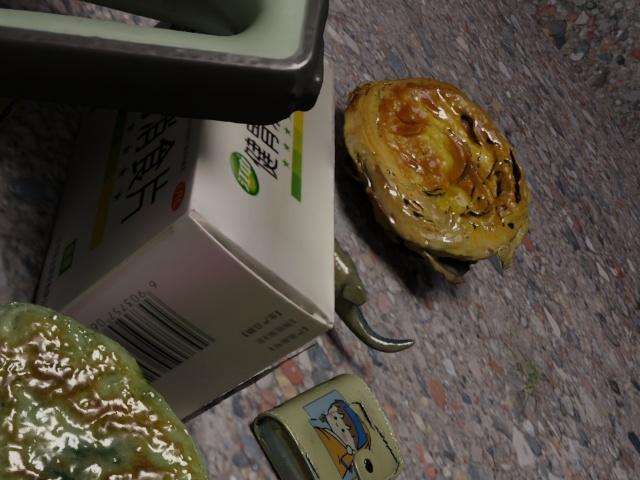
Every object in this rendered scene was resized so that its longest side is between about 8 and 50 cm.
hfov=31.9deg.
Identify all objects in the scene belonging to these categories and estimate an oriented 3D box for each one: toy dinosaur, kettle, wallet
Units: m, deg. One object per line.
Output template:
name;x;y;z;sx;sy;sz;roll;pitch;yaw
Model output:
toy dinosaur;0.000;0.000;1.110;0.247;0.075;0.188;44;21;-13
kettle;-0.169;-0.242;0.719;0.376;0.250;0.361;14;50;-13
wallet;0.014;0.177;0.964;0.110;0.039;0.155;60;27;8

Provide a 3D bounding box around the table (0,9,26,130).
table;-0.259;-0.118;0.775;0.082;0.083;0.070;10;49;-48

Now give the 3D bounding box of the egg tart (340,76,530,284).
egg tart;0.126;-0.068;1.347;0.297;0.132;0.297;25;43;-25

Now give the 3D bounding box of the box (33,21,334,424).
box;-0.094;-0.044;0.869;0.145;0.173;0.333;41;31;-30

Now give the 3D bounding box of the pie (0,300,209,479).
pie;-0.162;0.146;0.620;0.240;0.054;0.240;21;47;-24
